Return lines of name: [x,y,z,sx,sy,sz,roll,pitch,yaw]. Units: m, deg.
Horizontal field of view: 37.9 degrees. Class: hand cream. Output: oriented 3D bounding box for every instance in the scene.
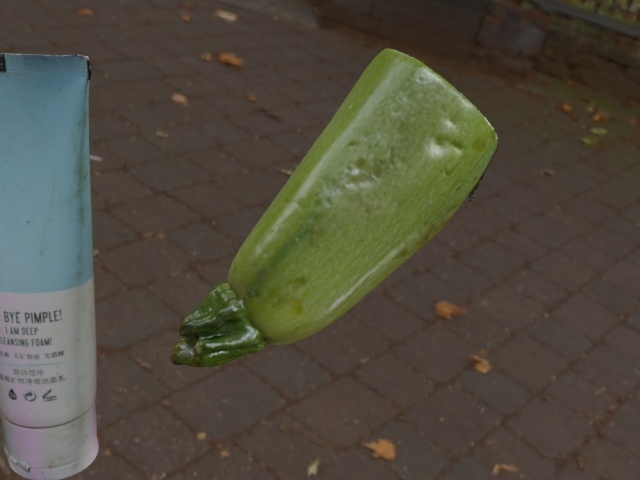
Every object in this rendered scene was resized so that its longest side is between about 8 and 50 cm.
hand cream: [-0.201,0.021,0.640,0.111,0.312,0.070,4,26,3]

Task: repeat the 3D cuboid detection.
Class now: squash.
squash: [0.001,-0.001,0.497,0.090,0.200,0.075,42,2,6]
